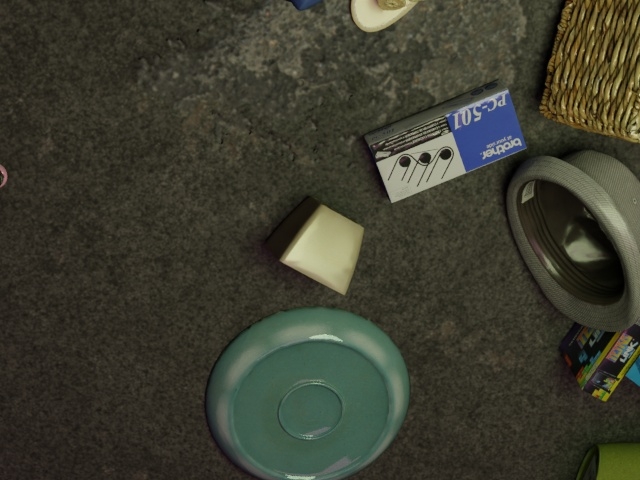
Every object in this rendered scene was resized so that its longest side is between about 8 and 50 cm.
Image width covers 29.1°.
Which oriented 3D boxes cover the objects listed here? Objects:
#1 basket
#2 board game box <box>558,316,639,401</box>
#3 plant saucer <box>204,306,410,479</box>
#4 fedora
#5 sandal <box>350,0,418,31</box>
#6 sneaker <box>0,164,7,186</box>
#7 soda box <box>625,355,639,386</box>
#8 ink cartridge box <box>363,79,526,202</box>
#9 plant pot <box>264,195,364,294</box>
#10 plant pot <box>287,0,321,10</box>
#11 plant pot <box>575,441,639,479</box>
[{"bbox_3d":[0.456,-0.272,1.615,0.213,0.223,0.299,7,100,-24],"label":"basket"},{"bbox_3d":[0.433,0.131,1.830,0.048,0.141,0.170,26,107,-15],"label":"board game box"},{"bbox_3d":[-0.016,0.250,1.872,0.317,0.044,0.317,-3,113,-7],"label":"plant saucer"},{"bbox_3d":[0.386,-0.019,1.742,0.124,0.244,0.275,-36,108,-24],"label":"fedora"},{"bbox_3d":[0.134,-0.361,1.604,0.240,0.079,0.088,-43,113,11],"label":"sandal"},{"bbox_3d":[-0.479,-0.092,1.644,0.119,0.057,0.047,15,113,-13],"label":"sneaker"},{"bbox_3d":[0.522,0.179,1.833,0.067,0.210,0.071,38,109,21],"label":"soda box"},{"bbox_3d":[0.174,-0.138,1.727,0.207,0.046,0.097,-22,116,1],"label":"ink cartridge box"},{"bbox_3d":[0.000,0.000,1.734,0.109,0.109,0.096,28,95,-19],"label":"plant pot"},{"bbox_3d":[0.004,-0.424,1.485,0.236,0.212,0.236,-30,113,5],"label":"plant pot"},{"bbox_3d":[0.554,0.426,1.937,0.293,0.275,0.275,18,111,2],"label":"plant pot"}]
